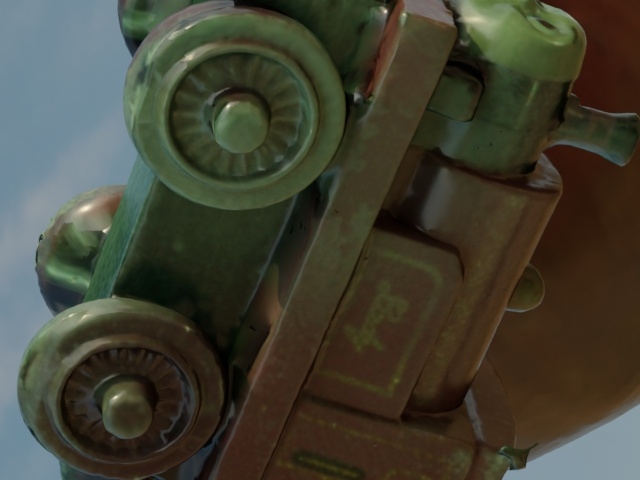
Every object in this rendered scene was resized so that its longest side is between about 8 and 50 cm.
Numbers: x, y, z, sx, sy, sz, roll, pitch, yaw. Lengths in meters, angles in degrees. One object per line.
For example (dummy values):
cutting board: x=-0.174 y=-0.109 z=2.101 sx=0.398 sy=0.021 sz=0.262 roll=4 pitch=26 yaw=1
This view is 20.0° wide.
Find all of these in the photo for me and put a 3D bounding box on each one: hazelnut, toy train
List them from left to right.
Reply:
toy train: x=0.000 y=0.000 z=0.777 sx=0.150 sy=0.221 sz=0.304 roll=-99 pitch=29 yaw=-62
hazelnut: x=0.085 y=-0.033 z=1.232 sx=0.402 sy=0.429 sz=0.402 roll=49 pitch=-169 yaw=-13
